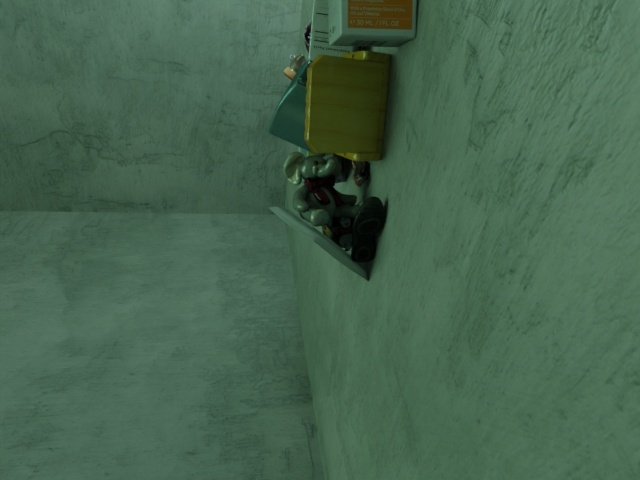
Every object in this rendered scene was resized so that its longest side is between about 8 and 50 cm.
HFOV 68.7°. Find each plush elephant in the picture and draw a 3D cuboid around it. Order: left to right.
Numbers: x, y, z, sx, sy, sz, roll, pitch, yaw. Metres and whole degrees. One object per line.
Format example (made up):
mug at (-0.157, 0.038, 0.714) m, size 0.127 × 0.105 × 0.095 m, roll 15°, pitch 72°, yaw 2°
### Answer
plush elephant at (0.002, -0.211, 1.772) m, size 0.330 × 0.271 × 0.256 m, roll 16°, pitch 112°, yaw 56°

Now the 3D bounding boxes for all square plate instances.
square plate at (0.000, 0.000, 1.791) m, size 0.049 × 0.344 × 0.347 m, roll -53°, pitch 41°, yaw -1°

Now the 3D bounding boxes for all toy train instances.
toy train at (0.075, -0.073, 2.018) m, size 0.334 × 0.142 × 0.190 m, roll -134°, pitch 32°, yaw -70°

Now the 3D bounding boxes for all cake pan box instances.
cake pan box at (0.050, -0.417, 2.051) m, size 0.246 × 0.070 × 0.267 m, roll 47°, pitch -142°, yaw -72°

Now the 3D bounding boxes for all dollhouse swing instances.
dollhouse swing at (0.054, -0.460, 1.601) m, size 0.315 × 0.304 × 0.347 m, roll -138°, pitch 48°, yaw -64°

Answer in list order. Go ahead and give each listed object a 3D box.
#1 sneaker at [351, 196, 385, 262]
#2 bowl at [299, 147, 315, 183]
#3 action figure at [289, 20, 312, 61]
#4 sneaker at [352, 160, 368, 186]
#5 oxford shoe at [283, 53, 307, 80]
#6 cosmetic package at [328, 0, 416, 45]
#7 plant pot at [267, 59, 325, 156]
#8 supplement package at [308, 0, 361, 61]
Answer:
sneaker at (0.154, -0.054, 1.662) m, size 0.286 × 0.109 × 0.130 m, roll 103°, pitch 168°, yaw -45°
bowl at (-0.013, -0.433, 2.383) m, size 0.289 × 0.155 × 0.290 m, roll 180°, pitch 90°, yaw -79°
action figure at (0.014, -0.928, 2.360) m, size 0.275 × 0.248 × 0.370 m, roll 39°, pitch 160°, yaw 20°
sneaker at (0.162, -0.280, 1.787) m, size 0.064 × 0.061 × 0.158 m, roll -29°, pitch 50°, yaw 42°
oxford shoe at (-0.023, -0.768, 2.265) m, size 0.130 × 0.363 × 0.133 m, roll 45°, pitch 104°, yaw 28°
cosmetic package at (0.145, -0.803, 1.327) m, size 0.161 × 0.229 × 0.454 m, roll -133°, pitch 41°, yaw -73°
plant pot at (-0.027, -0.524, 1.781) m, size 0.252 × 0.247 × 0.247 m, roll 119°, pitch 175°, yaw -58°
supplement package at (0.068, -0.795, 1.792) m, size 0.177 × 0.175 × 0.293 m, roll -59°, pitch -21°, yaw -58°
